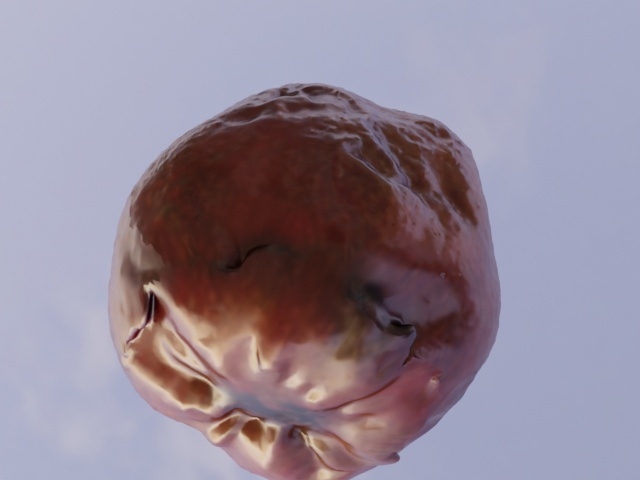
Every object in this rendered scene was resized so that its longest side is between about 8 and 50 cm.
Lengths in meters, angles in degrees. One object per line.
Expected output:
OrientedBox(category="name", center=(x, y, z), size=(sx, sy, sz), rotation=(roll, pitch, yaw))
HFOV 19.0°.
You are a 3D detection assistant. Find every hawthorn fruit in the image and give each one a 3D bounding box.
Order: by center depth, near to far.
OrientedBox(category="hawthorn fruit", center=(0.000, 0.011, 0.825), size=(0.173, 0.173, 0.179), rotation=(8, -145, 46))
